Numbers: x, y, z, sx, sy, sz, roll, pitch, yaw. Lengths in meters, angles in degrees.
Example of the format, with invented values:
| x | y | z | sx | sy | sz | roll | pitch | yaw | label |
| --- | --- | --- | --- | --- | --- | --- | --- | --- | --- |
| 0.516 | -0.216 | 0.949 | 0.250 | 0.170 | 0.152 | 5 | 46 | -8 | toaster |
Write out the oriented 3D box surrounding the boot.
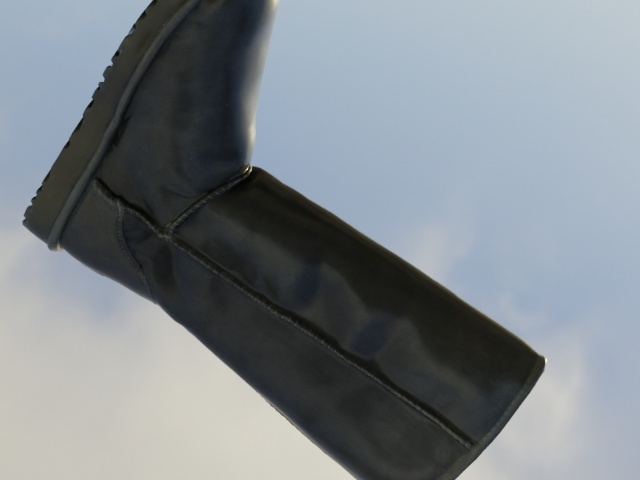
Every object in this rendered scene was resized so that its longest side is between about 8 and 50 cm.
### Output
| x | y | z | sx | sy | sz | roll | pitch | yaw | label |
| --- | --- | --- | --- | --- | --- | --- | --- | --- | --- |
| 0.001 | -0.002 | 0.577 | 0.208 | 0.190 | 0.076 | 38 | -142 | 3 | boot |
